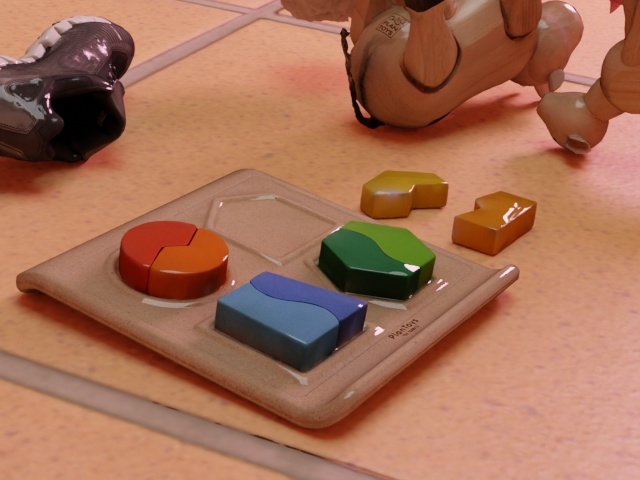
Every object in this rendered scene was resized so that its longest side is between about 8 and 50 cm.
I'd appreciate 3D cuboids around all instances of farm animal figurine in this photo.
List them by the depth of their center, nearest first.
[{"bbox_3d":[0.162,-0.165,1.060,0.327,0.172,0.330,-16,38,-13],"label":"farm animal figurine"}]

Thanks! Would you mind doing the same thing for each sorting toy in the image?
[{"bbox_3d":[0.000,0.000,0.810,0.229,0.041,0.307,20,30,28],"label":"sorting toy"}]

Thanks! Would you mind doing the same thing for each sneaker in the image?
[{"bbox_3d":[-0.179,-0.103,0.961,0.106,0.078,0.234,24,25,11],"label":"sneaker"}]
